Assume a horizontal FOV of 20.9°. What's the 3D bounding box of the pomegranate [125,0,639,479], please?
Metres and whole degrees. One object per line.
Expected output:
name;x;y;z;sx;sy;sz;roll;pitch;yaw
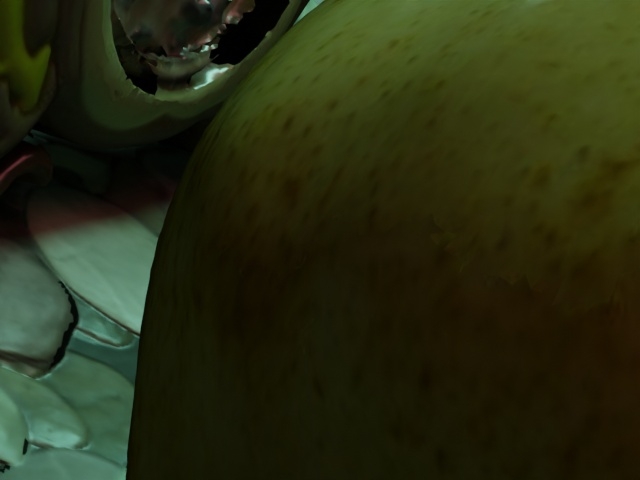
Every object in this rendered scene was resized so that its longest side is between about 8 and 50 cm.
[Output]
pomegranate;0.122;0.078;0.494;0.417;0.416;0.416;24;28;-14

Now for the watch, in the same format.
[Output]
watch;-0.181;-0.204;0.835;0.327;0.314;0.335;29;35;24

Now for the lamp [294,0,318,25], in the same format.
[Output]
lamp;0.034;-0.118;1.057;0.193;0.106;0.106;11;32;-17
